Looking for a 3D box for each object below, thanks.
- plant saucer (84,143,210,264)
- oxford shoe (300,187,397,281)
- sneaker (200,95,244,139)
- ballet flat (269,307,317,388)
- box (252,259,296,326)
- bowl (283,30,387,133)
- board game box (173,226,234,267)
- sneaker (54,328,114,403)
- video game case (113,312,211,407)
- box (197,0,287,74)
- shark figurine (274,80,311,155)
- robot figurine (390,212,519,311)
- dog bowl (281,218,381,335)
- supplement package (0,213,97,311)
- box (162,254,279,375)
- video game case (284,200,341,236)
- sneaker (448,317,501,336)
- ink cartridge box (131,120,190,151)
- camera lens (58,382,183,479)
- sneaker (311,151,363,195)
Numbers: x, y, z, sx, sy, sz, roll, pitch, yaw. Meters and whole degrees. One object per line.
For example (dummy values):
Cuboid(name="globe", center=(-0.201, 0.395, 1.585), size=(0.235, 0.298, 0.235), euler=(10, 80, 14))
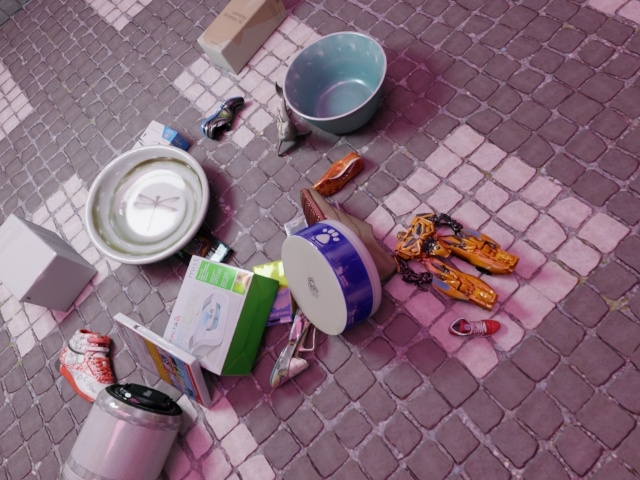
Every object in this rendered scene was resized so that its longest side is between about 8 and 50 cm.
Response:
Cuboid(name="plant saucer", center=(-0.530, -0.106, 1.325), size=(0.401, 0.100, 0.400), euler=(-2, 71, 7))
Cuboid(name="oxford shoe", center=(0.065, -0.020, 1.121), size=(0.130, 0.123, 0.348), euler=(-27, 65, -18))
Cuboid(name="sneaker", center=(-0.328, -0.422, 1.452), size=(0.078, 0.067, 0.188), euler=(43, 85, 6))
Cuboid(name="ballet flat", center=(-0.056, 0.279, 1.076), size=(0.079, 0.077, 0.221), euler=(16, 71, 19))
Cuboid(name="box", center=(-0.127, 0.149, 1.164), size=(0.109, 0.042, 0.178), euler=(-14, 67, 14))
Cuboid(name="bowl", center=(0.058, -0.449, 1.270), size=(0.312, 0.163, 0.311), euler=(-6, 67, 15))
Cuboid(name="board game box", center=(-0.372, 0.033, 1.301), size=(0.186, 0.026, 0.126), euler=(33, 83, 26))
Cuboid(name="sneaker", center=(-0.658, 0.363, 1.230), size=(0.270, 0.090, 0.144), euler=(24, 81, 27))
Cuboid(name="video game case", center=(-0.420, 0.319, 1.118), size=(0.285, 0.204, 0.025), euler=(21, 44, 24))
Cuboid(name="box", center=(-0.283, -0.779, 1.535), size=(0.148, 0.121, 0.311), euler=(34, 83, 25))
Cuboid(name="shark figurine", center=(-0.088, -0.382, 1.348), size=(0.116, 0.166, 0.278), euler=(0, 49, -8))
Cuboid(name="robot figurine", center=(0.316, 0.039, 1.037), size=(0.291, 0.085, 0.211), euler=(28, 79, 25))
Cuboid(name="dog bowl", center=(0.019, 0.089, 1.009), size=(0.104, 0.264, 0.265), euler=(-25, 58, -30))
Cuboid(name="supplement package", center=(-0.930, 0.075, 1.385), size=(0.293, 0.175, 0.177), euler=(31, 80, 26))
Cuboid(name="box", center=(-0.267, 0.195, 1.122), size=(0.231, 0.127, 0.261), euler=(13, 81, 31))
Cuboid(name="video game case", center=(0.000, 0.000, 1.193), size=(0.173, 0.022, 0.190), euler=(-24, 64, 8))
Cuboid(name="sneaker", center=(0.357, 0.200, 0.970), size=(0.119, 0.067, 0.042), euler=(-11, 67, 14))
Cuboid(name="ink cartridge box", center=(-0.575, -0.305, 1.470), size=(0.140, 0.082, 0.190), euler=(28, 79, 25))
Cuboid(name="camera lens", center=(-0.490, 0.514, 1.043), size=(0.220, 0.219, 0.274), euler=(16, 75, 23))
Cuboid(name="sneaker", center=(0.047, -0.193, 1.241), size=(0.175, 0.064, 0.067), euler=(-35, 43, -3))
